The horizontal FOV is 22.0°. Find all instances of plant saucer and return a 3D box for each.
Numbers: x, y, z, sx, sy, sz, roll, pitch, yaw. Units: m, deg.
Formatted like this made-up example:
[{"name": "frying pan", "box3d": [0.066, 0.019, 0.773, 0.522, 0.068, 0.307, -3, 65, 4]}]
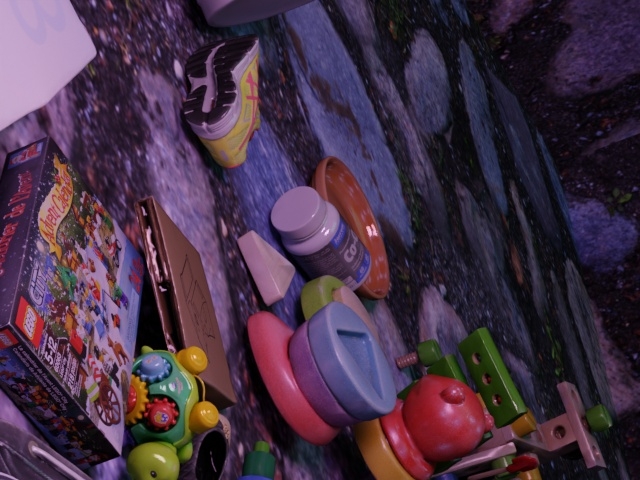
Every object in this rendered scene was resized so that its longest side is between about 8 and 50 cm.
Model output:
[{"name": "plant saucer", "box3d": [0.033, -0.012, 2.156, 0.200, 0.037, 0.200, 56, 22, -37]}]

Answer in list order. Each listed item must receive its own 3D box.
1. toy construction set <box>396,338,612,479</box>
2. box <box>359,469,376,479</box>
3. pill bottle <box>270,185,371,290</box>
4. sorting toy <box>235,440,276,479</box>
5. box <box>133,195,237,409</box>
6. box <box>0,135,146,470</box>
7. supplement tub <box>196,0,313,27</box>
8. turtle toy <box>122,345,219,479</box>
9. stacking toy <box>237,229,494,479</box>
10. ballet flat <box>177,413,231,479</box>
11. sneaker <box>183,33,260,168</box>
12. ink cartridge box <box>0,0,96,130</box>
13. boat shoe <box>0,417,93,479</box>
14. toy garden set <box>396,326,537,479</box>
[{"name": "toy construction set", "box3d": [0.263, 0.293, 2.158, 0.257, 0.237, 0.309, 55, 22, -39]}, {"name": "box", "box3d": [0.086, 0.392, 1.802, 0.201, 0.057, 0.293, 64, 17, -12]}, {"name": "pill bottle", "box3d": [0.000, 0.000, 1.966, 0.137, 0.078, 0.078, 51, 24, -45]}, {"name": "sorting toy", "box3d": [0.009, 0.297, 1.524, 0.365, 0.127, 0.126, 53, 34, -44]}, {"name": "box", "box3d": [-0.123, 0.064, 1.530, 0.201, 0.021, 0.164, 63, 11, -73]}, {"name": "box", "box3d": [-0.208, 0.047, 1.326, 0.159, 0.044, 0.233, 57, 20, -35]}, {"name": "supplement tub", "box3d": [-0.093, -0.441, 1.921, 0.331, 0.241, 0.241, 70, 17, 3]}, {"name": "turtle toy", "box3d": [-0.138, 0.148, 1.366, 0.066, 0.095, 0.130, 12, 57, -47]}, {"name": "stacking toy", "box3d": [0.052, 0.112, 1.810, 0.309, 0.130, 0.279, 36, 29, -50]}, {"name": "ballet flat", "box3d": [-0.100, 0.205, 1.463, 0.173, 0.049, 0.057, -71, 138, -65]}, {"name": "sneaker", "box3d": [-0.104, -0.157, 1.853, 0.208, 0.081, 0.094, -77, 150, -51]}, {"name": "ink cartridge box", "box3d": [-0.319, -0.206, 1.206, 0.308, 0.091, 0.385, 64, 16, -17]}, {"name": "boat shoe", "box3d": [-0.143, 0.242, 1.163, 0.335, 0.121, 0.119, 54, 27, -36]}, {"name": "toy garden set", "box3d": [0.176, 0.243, 1.919, 0.049, 0.244, 0.204, -10, 67, -38]}]
